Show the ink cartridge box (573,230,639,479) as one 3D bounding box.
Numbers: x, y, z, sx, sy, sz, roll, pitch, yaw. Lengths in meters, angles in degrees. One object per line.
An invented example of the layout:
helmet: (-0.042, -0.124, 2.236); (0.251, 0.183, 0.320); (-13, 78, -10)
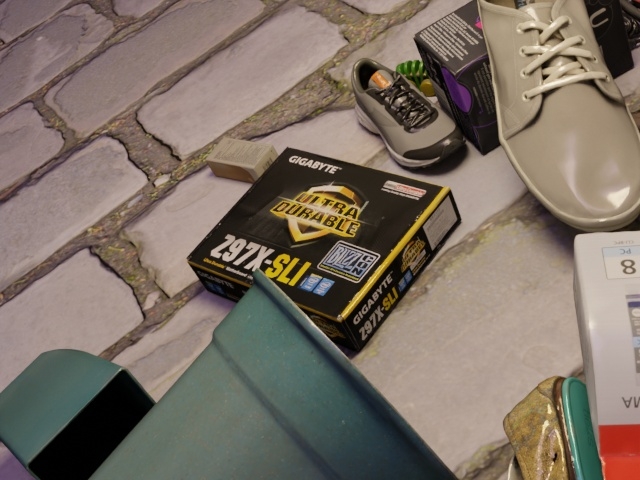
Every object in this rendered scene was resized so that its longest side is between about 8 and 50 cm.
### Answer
ink cartridge box: (0.428, 0.141, 1.069); (0.308, 0.091, 0.385); (-3, 42, 8)

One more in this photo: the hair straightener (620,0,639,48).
hair straightener: (0.481, -0.335, 1.619); (0.089, 0.047, 0.230); (-42, 49, -4)

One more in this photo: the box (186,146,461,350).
box: (0.000, 0.000, 1.530); (0.322, 0.079, 0.257); (19, 60, 41)

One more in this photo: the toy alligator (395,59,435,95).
toy alligator: (0.187, -0.272, 1.728); (0.189, 0.051, 0.056); (2, 49, 32)

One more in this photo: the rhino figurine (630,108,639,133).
rhino figurine: (0.384, -0.118, 1.436); (0.106, 0.073, 0.243); (24, 61, 41)

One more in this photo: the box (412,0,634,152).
box: (0.303, -0.284, 1.585); (0.270, 0.165, 0.143); (-30, 41, -2)

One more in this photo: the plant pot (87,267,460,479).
plant pot: (-0.070, 0.265, 1.117); (0.334, 0.341, 0.341); (-43, 41, -6)

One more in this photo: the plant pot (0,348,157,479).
plant pot: (-0.323, 0.244, 1.396); (0.166, 0.165, 0.234); (-46, 35, -20)

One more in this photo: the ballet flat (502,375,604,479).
ballet flat: (0.245, 0.294, 1.063); (0.123, 0.123, 0.349); (-16, 42, 15)

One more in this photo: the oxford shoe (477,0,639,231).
oxford shoe: (0.298, -0.218, 1.374); (0.169, 0.130, 0.449); (-14, 65, 4)

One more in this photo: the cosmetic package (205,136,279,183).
cosmetic package: (-0.129, -0.133, 1.771); (0.115, 0.041, 0.060); (14, 56, 40)

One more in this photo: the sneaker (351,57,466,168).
sneaker: (0.122, -0.199, 1.646); (0.100, 0.108, 0.271); (-34, 41, -10)
